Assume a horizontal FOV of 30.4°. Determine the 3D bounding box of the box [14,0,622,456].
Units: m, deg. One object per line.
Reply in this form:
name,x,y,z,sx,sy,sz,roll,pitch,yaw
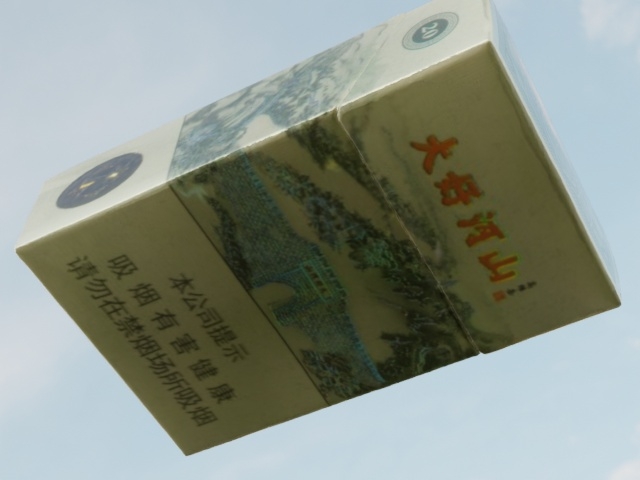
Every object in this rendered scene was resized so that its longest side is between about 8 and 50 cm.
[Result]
box,0.000,0.000,0.598,0.256,0.069,0.164,-22,-58,19
